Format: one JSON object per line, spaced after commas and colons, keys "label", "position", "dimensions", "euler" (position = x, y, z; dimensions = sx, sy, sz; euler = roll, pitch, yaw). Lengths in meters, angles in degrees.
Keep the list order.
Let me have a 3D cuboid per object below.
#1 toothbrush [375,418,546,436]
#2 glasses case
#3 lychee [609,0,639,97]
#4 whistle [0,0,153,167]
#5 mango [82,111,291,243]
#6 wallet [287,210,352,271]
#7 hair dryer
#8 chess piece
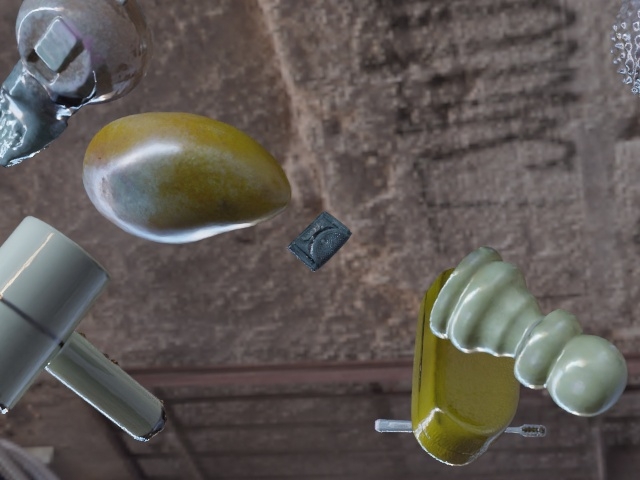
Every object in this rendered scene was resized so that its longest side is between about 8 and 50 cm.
{"label": "toothbrush", "position": [0.265, 0.364, 2.090], "dimensions": [0.030, 0.342, 0.025], "euler": [25, -115, -61]}
{"label": "glasses case", "position": [0.251, 0.226, 1.887], "dimensions": [0.371, 0.173, 0.141], "euler": [-80, 14, -45]}
{"label": "lychee", "position": [0.815, -0.440, 2.304], "dimensions": [0.432, 0.380, 0.380], "euler": [-37, -59, -83]}
{"label": "whistle", "position": [-0.347, -0.232, 1.464], "dimensions": [0.189, 0.348, 0.189], "euler": [30, -144, -25]}
{"label": "mango", "position": [-0.231, -0.101, 1.786], "dimensions": [0.199, 0.384, 0.221], "euler": [-18, -64, -65]}
{"label": "wallet", "position": [0.000, 0.000, 2.382], "dimensions": [0.129, 0.088, 0.026], "euler": [-45, -11, -22]}
{"label": "hair dryer", "position": [-0.294, 0.152, 1.328], "dimensions": [0.203, 0.128, 0.362], "euler": [-55, -46, -16]}
{"label": "chess piece", "position": [0.282, 0.131, 1.407], "dimensions": [0.144, 0.251, 0.144], "euler": [-37, -33, -29]}
